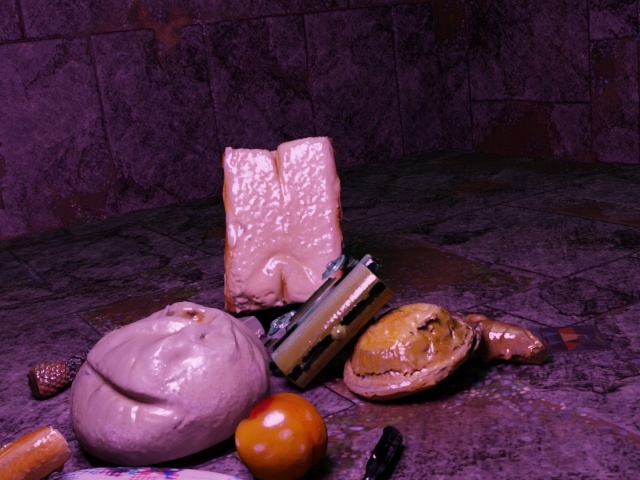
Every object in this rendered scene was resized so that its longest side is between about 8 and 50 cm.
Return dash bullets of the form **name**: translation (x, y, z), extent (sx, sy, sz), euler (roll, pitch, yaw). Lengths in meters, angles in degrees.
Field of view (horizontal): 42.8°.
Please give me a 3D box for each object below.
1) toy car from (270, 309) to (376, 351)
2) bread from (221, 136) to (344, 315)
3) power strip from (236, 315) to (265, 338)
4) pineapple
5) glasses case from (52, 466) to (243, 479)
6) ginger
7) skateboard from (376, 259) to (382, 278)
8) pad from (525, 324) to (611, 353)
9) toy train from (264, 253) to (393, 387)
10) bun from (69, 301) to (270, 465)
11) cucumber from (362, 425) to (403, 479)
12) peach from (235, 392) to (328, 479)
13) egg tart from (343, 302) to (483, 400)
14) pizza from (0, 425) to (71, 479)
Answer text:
- **toy car**: translation (0.007, 0.190, 1.737), extent (0.224, 0.076, 0.090), euler (-5, 10, -3)
- **bread**: translation (-0.089, -0.026, 1.893), extent (0.279, 0.390, 0.371), euler (-1, -2, -5)
- **power strip**: translation (-0.206, 0.201, 1.714), extent (0.080, 0.048, 0.286), euler (-36, 10, -27)
- **pineapple**: translation (-0.517, 0.270, 1.679), extent (0.159, 0.074, 0.074), euler (-16, 16, -42)
- **glasses case**: translation (-0.253, 0.370, 1.136), extent (0.327, 0.076, 0.125), euler (-3, 13, 16)
- **ginger**: translation (0.329, 0.194, 1.573), extent (0.115, 0.081, 0.205), euler (-5, 11, -35)
- **skateboard**: translation (0.152, 0.083, 2.210), extent (0.064, 0.032, 0.083), euler (18, 28, 38)
- **pad**: translation (0.460, 0.200, 1.642), extent (0.211, 0.003, 0.143), euler (-5, 14, 6)
- **toy train**: translation (0.006, 0.148, 1.577), extent (0.307, 0.126, 0.189), euler (-46, 4, 1)
- **bun**: translation (-0.263, 0.229, 1.419), extent (0.365, 0.219, 0.365), euler (-9, 11, 2)
- **cucumber**: translation (0.087, 0.329, 1.224), extent (0.043, 0.039, 0.163), euler (-24, 5, 22)
- **peach**: translation (-0.056, 0.299, 1.236), extent (0.138, 0.138, 0.138), euler (-6, 14, 2)
- **egg tart**: translation (0.164, 0.184, 1.525), extent (0.290, 0.107, 0.291), euler (-19, 19, 7)
- **pizza**: translation (-0.473, 0.355, 1.209), extent (0.289, 0.081, 0.229), euler (-33, 6, 3)
